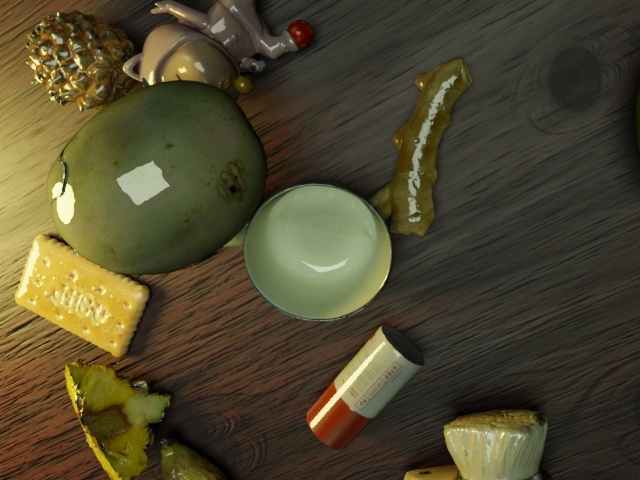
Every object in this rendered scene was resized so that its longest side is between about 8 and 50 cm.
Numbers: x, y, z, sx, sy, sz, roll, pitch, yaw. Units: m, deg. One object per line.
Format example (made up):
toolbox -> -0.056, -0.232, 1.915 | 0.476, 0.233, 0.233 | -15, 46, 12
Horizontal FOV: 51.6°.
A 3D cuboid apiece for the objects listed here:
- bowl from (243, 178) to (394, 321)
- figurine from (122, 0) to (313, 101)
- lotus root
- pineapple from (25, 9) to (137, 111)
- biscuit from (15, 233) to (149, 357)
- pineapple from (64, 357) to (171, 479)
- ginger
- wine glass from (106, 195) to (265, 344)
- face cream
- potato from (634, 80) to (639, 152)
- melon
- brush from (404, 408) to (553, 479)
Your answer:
bowl -> 0.000, 0.000, 1.079 | 0.237, 0.126, 0.238 | 2, 114, 4
figurine -> -0.163, -0.307, 1.049 | 0.287, 0.186, 0.176 | -33, 136, 0
lotus root -> -0.244, 0.449, 1.251 | 0.108, 0.094, 0.191 | -35, 79, -23
pineapple -> -0.408, -0.304, 1.104 | 0.193, 0.166, 0.166 | 28, 105, 8
biscuit -> -0.455, 0.106, 1.254 | 0.249, 0.030, 0.160 | 27, 105, 5
pineapple -> -0.380, 0.323, 1.257 | 0.250, 0.164, 0.139 | 56, 144, 2
ginger -> 0.168, -0.149, 1.062 | 0.117, 0.065, 0.299 | 25, 105, 19
wine glass -> -0.241, 0.048, 1.176 | 0.309, 0.096, 0.265 | -1, 106, 11
face cream -> 0.075, 0.254, 1.142 | 0.095, 0.096, 0.214 | 39, 106, 2
potato -> 0.552, -0.187, 0.909 | 0.215, 0.216, 0.305 | -1, 111, 12
melon -> -0.239, -0.082, 0.975 | 0.330, 0.268, 0.269 | -33, 93, 5
brush -> 0.254, 0.378, 1.105 | 0.266, 0.174, 0.166 | -11, 85, 29
